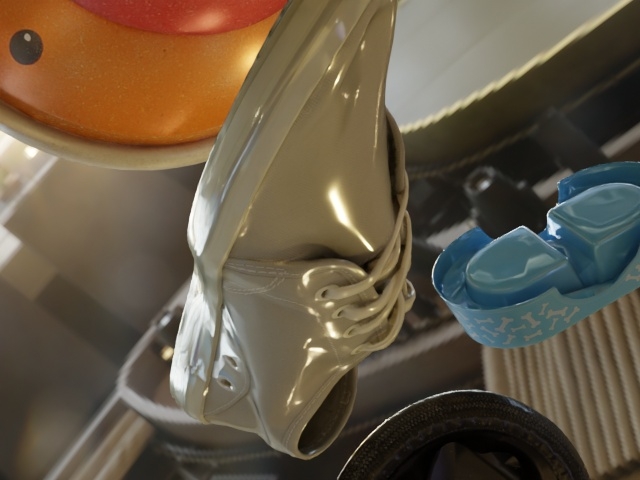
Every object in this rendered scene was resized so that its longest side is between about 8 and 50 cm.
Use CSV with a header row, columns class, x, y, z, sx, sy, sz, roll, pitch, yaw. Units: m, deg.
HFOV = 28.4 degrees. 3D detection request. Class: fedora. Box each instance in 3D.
class,x,y,z,sx,sy,sz,roll,pitch,yaw
fedora,0.133,0.324,1.379,0.334,0.334,0.152,-51,-173,-10

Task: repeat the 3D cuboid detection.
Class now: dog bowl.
class,x,y,z,sx,sy,sz,roll,pitch,yaw
dog bowl,0.269,0.018,1.406,0.297,0.074,0.166,-28,-148,-11

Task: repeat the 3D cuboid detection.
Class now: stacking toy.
class,x,y,z,sx,sy,sz,roll,pitch,yaw
stacking toy,-0.094,-0.296,0.838,0.480,0.351,0.350,-51,-168,56

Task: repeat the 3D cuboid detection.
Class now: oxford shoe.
class,x,y,z,sx,sy,sz,roll,pitch,yaw
oxford shoe,0.000,0.000,0.749,0.169,0.130,0.449,-57,170,-33
